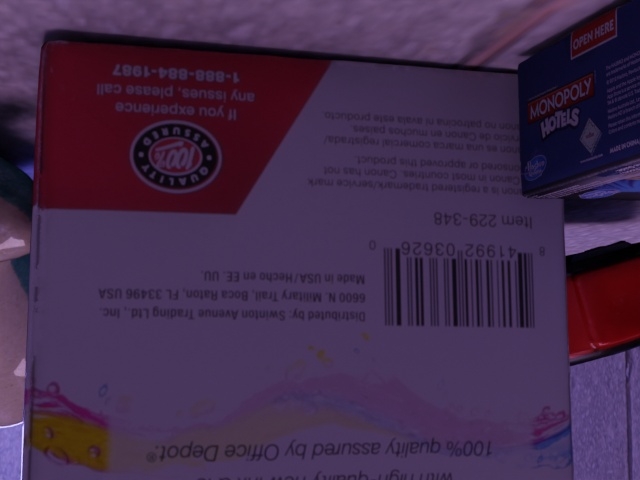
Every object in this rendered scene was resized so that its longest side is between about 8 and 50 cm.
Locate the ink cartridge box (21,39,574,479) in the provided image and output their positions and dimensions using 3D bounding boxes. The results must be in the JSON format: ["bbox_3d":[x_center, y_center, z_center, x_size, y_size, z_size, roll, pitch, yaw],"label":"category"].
[{"bbox_3d":[-0.016,0.082,0.449,0.226,0.306,0.131,3,172,-14],"label":"ink cartridge box"}]

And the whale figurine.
[{"bbox_3d":[-0.205,0.003,0.612,0.216,0.141,0.272,36,147,1],"label":"whale figurine"}]

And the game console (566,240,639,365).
[{"bbox_3d":[0.052,0.066,0.727,0.386,0.060,0.342,-16,180,11],"label":"game console"}]

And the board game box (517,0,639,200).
[{"bbox_3d":[0.202,-0.052,0.354,0.194,0.060,0.194,2,172,-20],"label":"board game box"}]
